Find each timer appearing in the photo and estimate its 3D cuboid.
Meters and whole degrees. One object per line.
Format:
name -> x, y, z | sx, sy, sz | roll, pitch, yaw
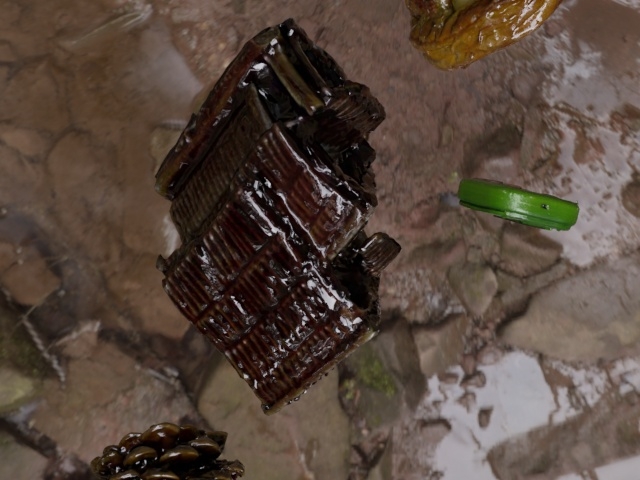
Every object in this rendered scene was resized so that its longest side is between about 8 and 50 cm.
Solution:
timer -> 0.246, -0.045, 1.192 | 0.128, 0.140, 0.047 | 12, 95, -24

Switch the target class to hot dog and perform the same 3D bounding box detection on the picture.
hot dog -> 0.157, -0.258, 0.956 | 0.099, 0.227, 0.160 | -10, 84, -33

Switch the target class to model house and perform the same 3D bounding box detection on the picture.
model house -> 0.000, 0.000, 0.996 | 0.297, 0.282, 0.317 | 15, 130, -42

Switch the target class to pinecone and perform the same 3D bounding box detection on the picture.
pinecone -> -0.226, 0.381, 1.324 | 0.243, 0.257, 0.243 | 15, 153, 8
